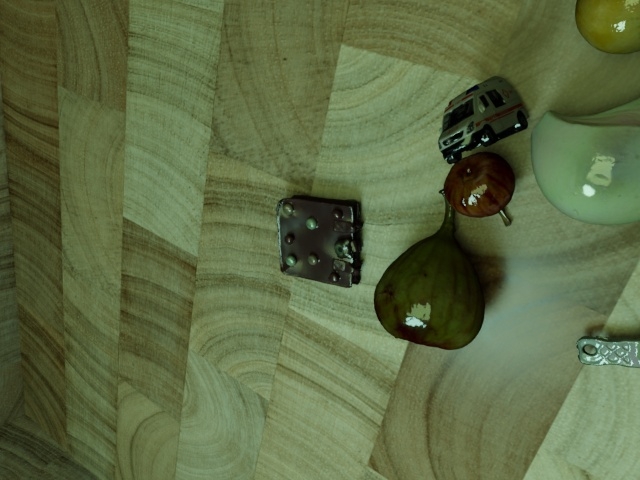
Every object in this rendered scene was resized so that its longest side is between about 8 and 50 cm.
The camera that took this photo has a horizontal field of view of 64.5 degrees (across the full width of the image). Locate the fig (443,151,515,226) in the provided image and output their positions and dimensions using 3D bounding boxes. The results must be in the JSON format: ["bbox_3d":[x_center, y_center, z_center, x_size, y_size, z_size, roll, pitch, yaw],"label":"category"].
[{"bbox_3d":[0.306,-0.096,0.927,0.151,0.128,0.128,16,118,-3],"label":"fig"}]

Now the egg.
[{"bbox_3d":[0.456,-0.117,0.784,0.271,0.162,0.206,-6,101,36],"label":"egg"}]

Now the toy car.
[{"bbox_3d":[0.264,-0.207,0.854,0.089,0.210,0.108,-23,94,49],"label":"toy car"}]

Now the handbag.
[{"bbox_3d":[-0.002,0.001,1.186,0.216,0.074,0.203,11,112,30],"label":"handbag"}]

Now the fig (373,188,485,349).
[{"bbox_3d":[0.233,0.049,0.996,0.217,0.217,0.320,16,92,29],"label":"fig"}]

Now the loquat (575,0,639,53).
[{"bbox_3d":[0.445,-0.347,0.726,0.137,0.163,0.163,-5,106,-2],"label":"loquat"}]

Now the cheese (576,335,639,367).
[{"bbox_3d":[0.588,0.192,0.850,0.287,0.082,0.163,-1,104,35],"label":"cheese"}]
